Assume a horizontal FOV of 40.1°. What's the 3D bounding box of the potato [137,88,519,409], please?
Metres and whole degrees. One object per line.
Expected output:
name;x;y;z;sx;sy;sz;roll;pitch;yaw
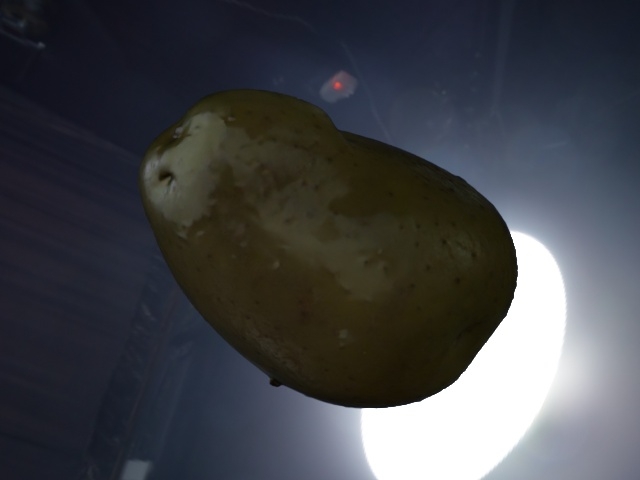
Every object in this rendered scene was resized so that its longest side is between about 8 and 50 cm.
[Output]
potato;0.000;0.000;0.455;0.157;0.194;0.157;-41;-153;26
